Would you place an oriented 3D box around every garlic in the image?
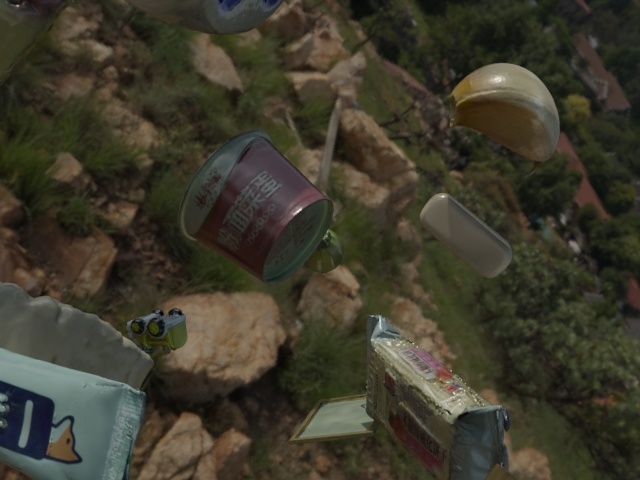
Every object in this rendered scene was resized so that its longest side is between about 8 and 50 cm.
[{"bbox_3d":[0.357,-0.234,1.422,0.245,0.164,0.145,30,19,-22],"label":"garlic"}]

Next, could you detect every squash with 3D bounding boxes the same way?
[{"bbox_3d":[0.004,0.006,1.677,0.105,0.105,0.132,63,-7,15],"label":"squash"}]

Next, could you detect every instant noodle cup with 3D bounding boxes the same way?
[{"bbox_3d":[-0.101,-0.048,1.305,0.178,0.235,0.235,37,25,20],"label":"instant noodle cup"}]

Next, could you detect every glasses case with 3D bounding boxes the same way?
[{"bbox_3d":[0.282,-0.010,1.477,0.196,0.083,0.050,42,19,5],"label":"glasses case"}]

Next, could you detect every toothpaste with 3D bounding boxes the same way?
[{"bbox_3d":[-0.165,0.059,0.333,0.205,0.056,0.036,16,9,21],"label":"toothpaste"}]

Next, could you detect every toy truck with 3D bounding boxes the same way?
[{"bbox_3d":[-0.295,0.168,1.374,0.076,0.111,0.077,-26,109,-60],"label":"toy truck"}]

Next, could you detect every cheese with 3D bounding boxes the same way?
[{"bbox_3d":[-0.390,0.157,0.944,0.332,0.292,0.153,12,69,5],"label":"cheese"}]

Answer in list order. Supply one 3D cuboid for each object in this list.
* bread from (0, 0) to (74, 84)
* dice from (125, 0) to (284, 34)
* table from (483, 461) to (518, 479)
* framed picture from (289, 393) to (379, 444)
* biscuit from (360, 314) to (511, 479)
[{"bbox_3d":[-0.392,-0.293,0.680,0.338,0.187,0.155,43,22,-23],"label":"bread"},{"bbox_3d":[-0.181,-0.526,1.203,0.277,0.304,0.304,36,31,11],"label":"dice"},{"bbox_3d":[0.151,0.340,0.726,0.167,0.227,0.167,35,3,-2],"label":"table"},{"bbox_3d":[0.039,0.292,1.261,0.201,0.136,0.010,-25,104,-75],"label":"framed picture"},{"bbox_3d":[0.154,0.237,1.053,0.079,0.186,0.309,-12,26,-24],"label":"biscuit"}]
